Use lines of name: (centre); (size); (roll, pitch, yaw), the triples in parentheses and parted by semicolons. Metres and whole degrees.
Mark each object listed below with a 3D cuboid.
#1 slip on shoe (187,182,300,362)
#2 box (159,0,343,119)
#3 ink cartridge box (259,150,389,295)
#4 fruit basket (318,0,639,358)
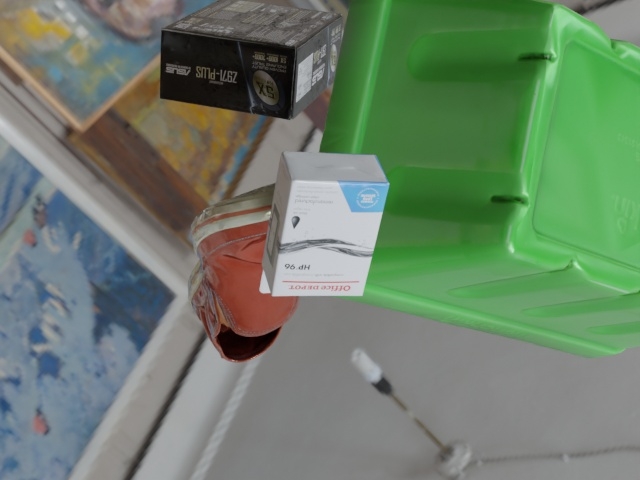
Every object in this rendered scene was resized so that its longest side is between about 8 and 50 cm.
slip on shoe: (-0.057, 0.032, 1.003); (0.123, 0.101, 0.331); (-17, 163, -19)
box: (-0.070, -0.199, 1.172); (0.147, 0.078, 0.180); (11, -155, 12)
ink cartridge box: (0.000, 0.000, 0.530); (0.028, 0.048, 0.083); (-111, -154, -53)
fruit basket: (0.135, -0.067, 0.900); (0.392, 0.392, 0.283); (4, -99, 55)
